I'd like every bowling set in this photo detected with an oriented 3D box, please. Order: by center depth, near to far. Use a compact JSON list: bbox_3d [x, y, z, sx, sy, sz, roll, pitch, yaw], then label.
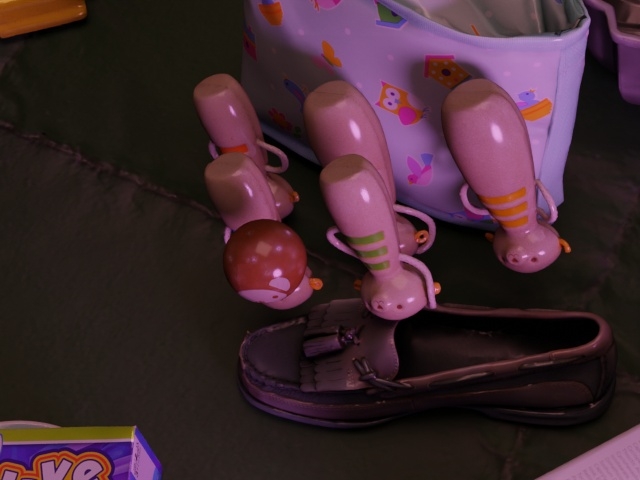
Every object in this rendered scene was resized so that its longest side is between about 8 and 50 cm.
[{"bbox_3d":[0.000,0.000,1.113,0.287,0.154,0.200,7,46,37],"label":"bowling set"}]

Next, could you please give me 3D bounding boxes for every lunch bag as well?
[{"bbox_3d":[0.078,-0.139,1.186,0.262,0.223,0.160,32,57,22],"label":"lunch bag"}]

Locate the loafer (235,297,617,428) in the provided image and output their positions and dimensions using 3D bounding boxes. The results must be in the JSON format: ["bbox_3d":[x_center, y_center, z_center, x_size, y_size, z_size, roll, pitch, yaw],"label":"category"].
[{"bbox_3d":[0.072,0.072,1.127,0.267,0.084,0.096,1,55,4],"label":"loafer"}]

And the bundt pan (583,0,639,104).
[{"bbox_3d":[0.345,-0.201,1.272,0.330,0.124,0.331,-1,56,2],"label":"bundt pan"}]

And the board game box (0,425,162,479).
[{"bbox_3d":[-0.283,0.240,1.013,0.347,0.078,0.233,-3,61,8],"label":"board game box"}]

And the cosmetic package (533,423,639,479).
[{"bbox_3d":[0.193,0.184,1.027,0.231,0.117,0.085,-25,59,-11],"label":"cosmetic package"}]

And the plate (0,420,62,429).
[{"bbox_3d":[-0.212,0.209,1.091,0.188,0.024,0.188,-1,56,2],"label":"plate"}]

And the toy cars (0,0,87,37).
[{"bbox_3d":[-0.302,-0.190,1.328,0.176,0.087,0.394,20,60,17],"label":"toy cars"}]
